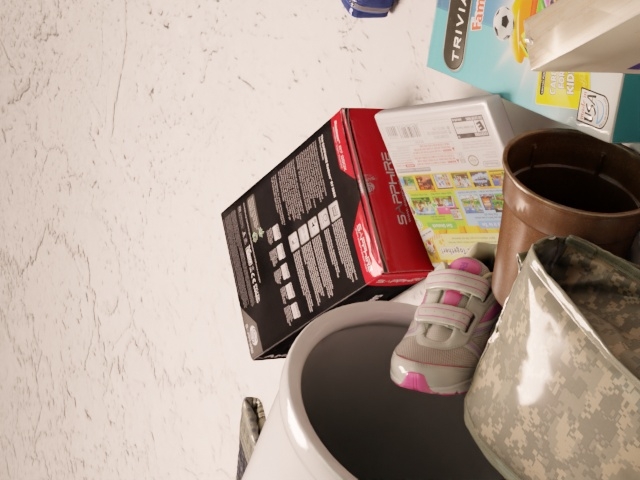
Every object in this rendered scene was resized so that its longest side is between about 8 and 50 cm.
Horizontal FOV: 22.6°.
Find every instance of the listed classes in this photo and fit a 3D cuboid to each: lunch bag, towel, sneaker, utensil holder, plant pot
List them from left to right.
[{"bbox_3d":[-0.053,0.418,2.223,0.312,0.056,0.324,97,157,-54],"label":"towel"},{"bbox_3d":[0.054,-0.333,2.057,0.065,0.067,0.098,-62,42,40],"label":"lunch bag"},{"bbox_3d":[0.058,0.319,1.861,0.327,0.328,0.385,60,140,37],"label":"utensil holder"},{"bbox_3d":[0.147,0.080,1.764,0.103,0.252,0.111,9,120,21],"label":"sneaker"},{"bbox_3d":[0.257,-0.006,1.679,0.167,0.167,0.165,51,142,44],"label":"plant pot"},{"bbox_3d":[0.281,0.156,1.581,0.287,0.169,0.235,45,136,30],"label":"lunch bag"}]

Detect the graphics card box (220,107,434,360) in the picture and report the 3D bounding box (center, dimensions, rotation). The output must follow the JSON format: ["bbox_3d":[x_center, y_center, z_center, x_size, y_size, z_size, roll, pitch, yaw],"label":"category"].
[{"bbox_3d":[0.000,0.000,2.148,0.371,0.094,0.232,-37,62,52],"label":"graphics card box"}]

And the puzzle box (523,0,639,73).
[{"bbox_3d":[0.393,-0.223,1.317,0.409,0.272,0.052,-24,72,56],"label":"puzzle box"}]

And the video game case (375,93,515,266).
[{"bbox_3d":[0.168,-0.064,1.863,0.227,0.026,0.206,-1,114,58],"label":"video game case"}]

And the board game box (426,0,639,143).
[{"bbox_3d":[0.254,-0.270,1.724,0.336,0.079,0.253,32,119,53],"label":"board game box"}]
